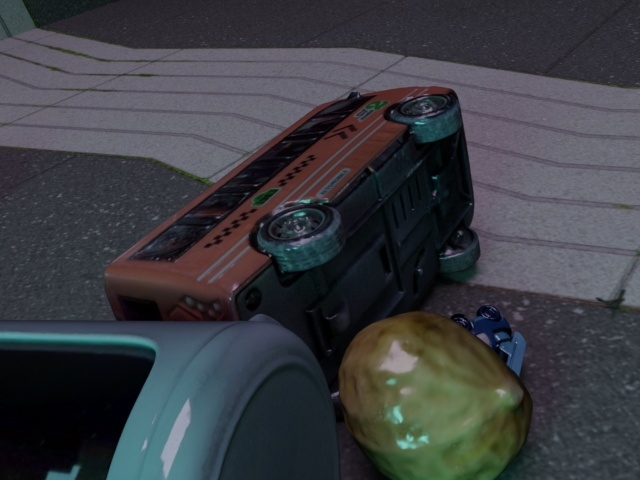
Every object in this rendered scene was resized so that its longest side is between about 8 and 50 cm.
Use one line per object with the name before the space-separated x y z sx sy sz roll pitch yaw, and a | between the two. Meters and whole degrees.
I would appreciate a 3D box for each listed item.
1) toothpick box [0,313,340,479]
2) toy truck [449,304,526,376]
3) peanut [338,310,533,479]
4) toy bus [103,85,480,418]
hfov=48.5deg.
toothpick box | -0.181 0.173 0.482 0.354 0.263 0.263 -1 31 20
toy truck | 0.159 0.111 0.666 0.073 0.056 0.090 -15 43 -21
peanut | 0.089 0.129 0.579 0.159 0.109 0.140 33 37 13
toy bus | 0.000 0.000 0.751 0.233 0.203 0.427 7 36 34
